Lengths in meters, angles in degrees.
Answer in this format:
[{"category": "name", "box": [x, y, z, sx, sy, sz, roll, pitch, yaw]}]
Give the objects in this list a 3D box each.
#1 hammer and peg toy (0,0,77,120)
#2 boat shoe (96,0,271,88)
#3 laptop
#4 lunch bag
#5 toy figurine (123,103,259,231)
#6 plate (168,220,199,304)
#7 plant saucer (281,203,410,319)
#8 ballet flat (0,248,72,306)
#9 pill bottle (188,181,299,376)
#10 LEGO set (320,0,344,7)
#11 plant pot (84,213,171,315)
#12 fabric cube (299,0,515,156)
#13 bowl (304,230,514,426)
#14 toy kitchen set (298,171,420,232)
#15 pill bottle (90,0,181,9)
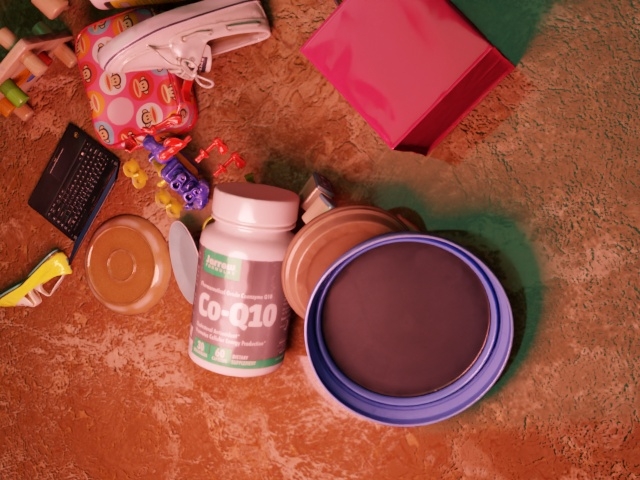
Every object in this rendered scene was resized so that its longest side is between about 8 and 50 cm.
[{"category": "hammer and peg toy", "box": [-0.652, -0.408, 1.951, 0.127, 0.266, 0.361, 44, 106, -8]}, {"category": "boat shoe", "box": [-0.267, -0.390, 1.788, 0.367, 0.136, 0.156, -25, 87, -21]}, {"category": "laptop", "box": [-0.573, -0.110, 1.975, 0.264, 0.137, 0.234, 36, 103, 17]}, {"category": "lunch bag", "box": [-0.392, -0.363, 1.906, 0.258, 0.120, 0.293, -16, 85, 21]}, {"category": "toy figurine", "box": [-0.266, -0.147, 1.861, 0.191, 0.217, 0.362, -45, 119, 3]}, {"category": "plate", "box": [-0.285, 0.047, 1.875, 0.188, 0.024, 0.188, 34, 130, 52]}, {"category": "plant saucer", "box": [0.062, 0.063, 1.682, 0.278, 0.041, 0.277, -6, 118, -12]}, {"category": "ballet flat", "box": [-0.683, 0.112, 2.062, 0.231, 0.077, 0.077, -36, 95, 17]}, {"category": "pill bottle", "box": [-0.151, 0.074, 1.748, 0.204, 0.204, 0.360, 13, 105, 21]}, {"category": "LEGO set", "box": [0.021, -0.603, 1.730, 0.331, 0.192, 0.255, 33, 84, 32]}, {"category": "plant pot", "box": [-0.452, 0.057, 1.987, 0.237, 0.032, 0.236, 0, 91, 21]}, {"category": "fabric cube", "box": [0.169, -0.339, 1.609, 0.254, 0.259, 0.258, -46, 77, 16]}, {"category": "bowl", "box": [0.164, 0.164, 1.639, 0.392, 0.077, 0.390, 0, 107, 1]}, {"category": "toy kitchen set", "box": [0.075, -0.055, 1.758, 0.207, 0.166, 0.122, 34, 107, -20]}, {"category": "pill bottle", "box": [-0.323, -0.596, 1.813, 0.334, 0.188, 0.187, -5, 89, 4]}]
